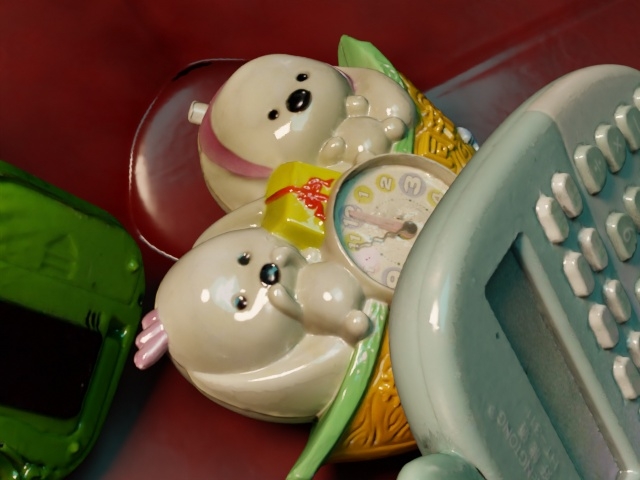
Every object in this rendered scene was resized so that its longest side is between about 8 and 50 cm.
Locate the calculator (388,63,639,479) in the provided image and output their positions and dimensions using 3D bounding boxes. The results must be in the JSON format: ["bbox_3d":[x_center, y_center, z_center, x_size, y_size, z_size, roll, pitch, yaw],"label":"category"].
[{"bbox_3d":[0.105,0.040,0.565,0.295,0.042,0.184,-50,121,-39],"label":"calculator"}]

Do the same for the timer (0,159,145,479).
[{"bbox_3d":[-0.132,0.037,0.535,0.047,0.140,0.128,11,79,36],"label":"timer"}]

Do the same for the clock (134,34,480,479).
[{"bbox_3d":[0.000,0.000,0.602,0.144,0.103,0.231,15,59,-9],"label":"clock"}]
